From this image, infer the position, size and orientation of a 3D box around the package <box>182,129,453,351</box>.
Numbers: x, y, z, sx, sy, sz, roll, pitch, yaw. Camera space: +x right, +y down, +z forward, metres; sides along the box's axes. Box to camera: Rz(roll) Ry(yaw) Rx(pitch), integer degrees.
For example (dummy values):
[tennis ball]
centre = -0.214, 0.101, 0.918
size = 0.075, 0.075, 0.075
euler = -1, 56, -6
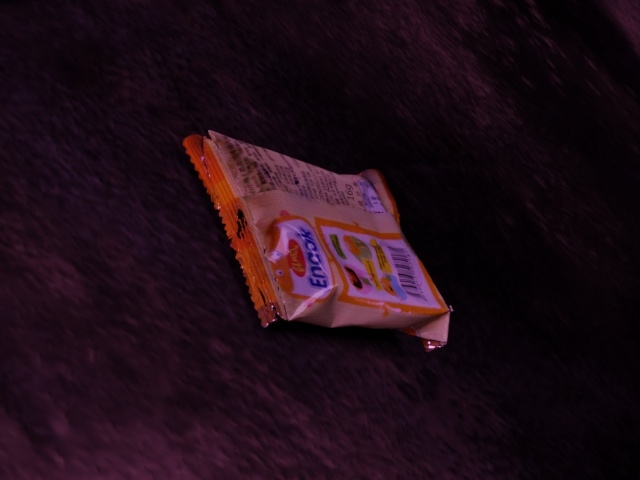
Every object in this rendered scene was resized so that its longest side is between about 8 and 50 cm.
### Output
[package]
centre = 0.002, 0.000, 0.809
size = 0.121, 0.031, 0.108
euler = 11, 42, -44
